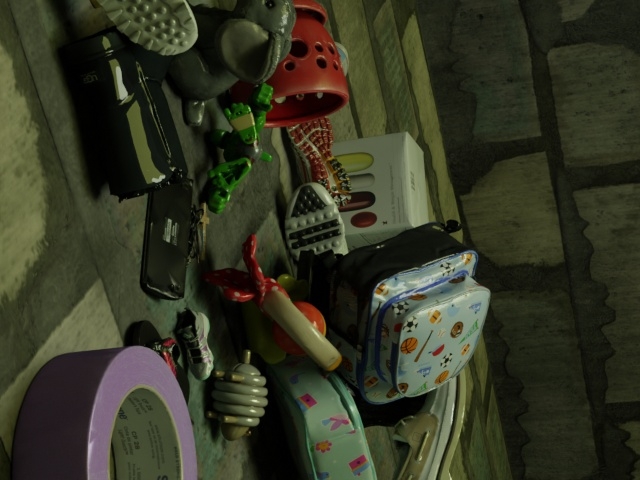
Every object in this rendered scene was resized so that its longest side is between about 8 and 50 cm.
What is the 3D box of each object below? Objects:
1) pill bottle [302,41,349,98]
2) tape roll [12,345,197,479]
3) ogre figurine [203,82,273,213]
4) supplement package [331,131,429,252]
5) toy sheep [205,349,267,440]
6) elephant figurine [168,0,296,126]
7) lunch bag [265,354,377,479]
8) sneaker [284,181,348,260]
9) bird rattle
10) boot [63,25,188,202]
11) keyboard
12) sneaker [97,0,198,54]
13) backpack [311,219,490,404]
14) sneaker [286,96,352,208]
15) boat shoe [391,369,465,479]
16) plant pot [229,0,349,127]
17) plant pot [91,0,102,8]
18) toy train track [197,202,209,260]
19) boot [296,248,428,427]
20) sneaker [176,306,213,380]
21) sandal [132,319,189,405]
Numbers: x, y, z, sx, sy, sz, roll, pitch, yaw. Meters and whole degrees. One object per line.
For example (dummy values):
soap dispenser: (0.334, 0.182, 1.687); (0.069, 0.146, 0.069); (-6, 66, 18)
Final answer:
pill bottle: (0.008, -0.339, 2.376); (0.160, 0.087, 0.087); (-66, 145, -61)
tape roll: (-0.229, 0.256, 1.328); (0.275, 0.090, 0.275); (-8, 90, -74)
ogre figurine: (-0.121, -0.138, 1.820); (0.118, 0.096, 0.197); (-104, -162, -86)
supplement package: (0.095, -0.089, 2.362); (0.149, 0.203, 0.194); (37, 48, -67)
toy sheep: (-0.117, 0.222, 1.728); (0.091, 0.091, 0.132); (20, 83, -72)
elephant figurine: (-0.105, -0.295, 1.708); (0.186, 0.239, 0.169); (58, 29, -55)
lunch bag: (0.004, 0.315, 1.943); (0.224, 0.107, 0.279); (-127, -159, -61)
sneaker: (0.000, 0.000, 2.210); (0.118, 0.110, 0.292); (-96, 172, -49)
bird rattle: (-0.048, 0.102, 1.793); (0.207, 0.143, 0.253); (42, -14, 23)
boot: (-0.219, -0.174, 1.525); (0.246, 0.094, 0.207); (-45, 123, -61)
keyboard: (-0.207, -0.004, 1.633); (0.100, 0.038, 0.192); (29, 53, -41)
sneaker: (-0.235, -0.317, 1.423); (0.235, 0.090, 0.095); (42, 18, -19)
backpack: (0.133, 0.129, 1.920); (0.213, 0.276, 0.263); (50, -37, 38)
sneaker: (-0.021, -0.157, 2.237); (0.092, 0.088, 0.225); (-24, -97, 62)
boat shoe: (0.170, 0.328, 1.984); (0.113, 0.103, 0.302); (103, -1, -65)
plant pot: (-0.060, -0.290, 1.962); (0.191, 0.191, 0.174); (26, 51, -70)
plant pot: (-0.253, -0.353, 1.511); (0.081, 0.083, 0.082); (66, 23, -45)
toy train track: (-0.175, -0.013, 1.757); (0.048, 0.014, 0.083); (28, 62, -79)
boot: (0.093, 0.171, 2.114); (0.131, 0.260, 0.348); (-98, 180, -78)
sneaker: (-0.178, 0.139, 1.647); (0.069, 0.038, 0.098); (45, 32, -62)
sandal: (-0.196, 0.159, 1.562); (0.179, 0.040, 0.067); (62, 26, -50)
